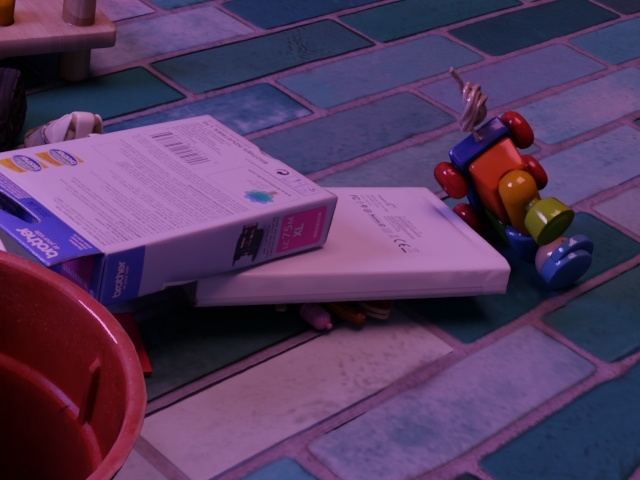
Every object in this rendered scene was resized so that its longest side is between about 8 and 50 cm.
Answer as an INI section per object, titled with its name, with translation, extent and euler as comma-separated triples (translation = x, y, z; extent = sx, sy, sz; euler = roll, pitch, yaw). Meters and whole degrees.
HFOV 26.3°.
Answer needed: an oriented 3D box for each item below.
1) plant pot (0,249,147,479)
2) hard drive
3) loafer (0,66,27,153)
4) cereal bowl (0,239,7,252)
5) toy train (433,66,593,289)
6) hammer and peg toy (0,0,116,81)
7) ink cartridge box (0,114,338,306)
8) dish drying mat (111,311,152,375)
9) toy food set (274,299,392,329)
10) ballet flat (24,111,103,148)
[plant pot]
translation = -0.249, 0.179, 0.774
extent = 0.273, 0.265, 0.272
euler = 9, 31, -5
[hard drive]
translation = 0.000, 0.000, 1.319
extent = 0.308, 0.040, 0.203
euler = -2, 25, -22
[loafer]
translation = -0.350, -0.104, 1.375
extent = 0.078, 0.076, 0.223
euler = -4, 34, 1
[cereal bowl]
translation = -0.401, 0.077, 1.001
extent = 0.339, 0.141, 0.339
euler = 9, 32, -6
[toy train]
translation = 0.189, -0.054, 1.334
extent = 0.105, 0.248, 0.143
euler = -38, 58, -3
[hammer and peg toy]
translation = -0.420, -0.308, 1.611
extent = 0.266, 0.127, 0.361
euler = -10, 38, -31
[ink cartridge box]
translation = -0.159, -0.029, 1.190
extent = 0.311, 0.065, 0.186
euler = -13, 37, -44
[dish drying mat]
translation = -0.169, 0.090, 1.182
extent = 0.032, 0.008, 0.083
euler = -3, 36, -21
[toy food set]
translation = 0.014, 0.059, 1.280
extent = 0.122, 0.019, 0.078
euler = 4, 32, -12
[ballet flat]
translation = -0.232, -0.078, 1.360
extent = 0.077, 0.079, 0.221
euler = -7, 36, -30
